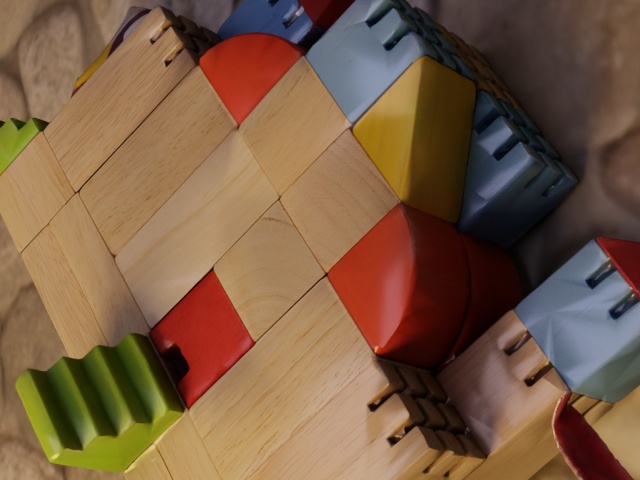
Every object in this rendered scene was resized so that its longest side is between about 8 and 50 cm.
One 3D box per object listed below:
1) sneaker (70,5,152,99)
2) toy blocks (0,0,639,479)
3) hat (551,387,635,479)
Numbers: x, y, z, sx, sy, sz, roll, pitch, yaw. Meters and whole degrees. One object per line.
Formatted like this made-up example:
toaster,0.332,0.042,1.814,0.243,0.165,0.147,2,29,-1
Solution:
sneaker,-0.128,-0.054,0.905,0.185,0.069,0.084,-59,40,15
toy blocks,0.000,0.000,0.708,0.261,0.191,0.381,-45,56,19
hat,0.147,0.186,0.505,0.173,0.183,0.208,-55,51,27
